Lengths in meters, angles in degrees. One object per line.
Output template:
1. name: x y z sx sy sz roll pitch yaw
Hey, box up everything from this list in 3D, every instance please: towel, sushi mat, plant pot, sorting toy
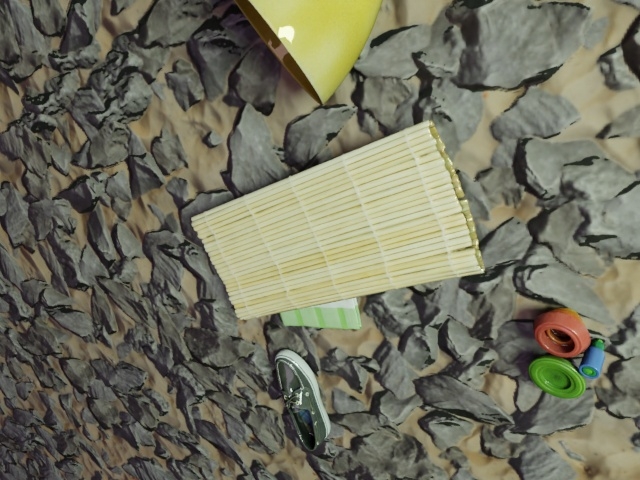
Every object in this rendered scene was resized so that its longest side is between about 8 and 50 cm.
1. towel: -0.014 0.034 0.546 0.113 0.023 0.152 -1 114 29
2. sushi mat: 0.000 0.000 0.495 0.316 0.019 0.152 -17 105 33
3. plant pot: -0.005 -0.196 0.385 0.095 0.134 0.134 -39 92 5
4. sorting toy: 0.238 0.104 0.446 0.061 0.042 0.102 14 131 37

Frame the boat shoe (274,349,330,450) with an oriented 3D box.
1. boat shoe: -0.026 0.212 0.616 0.049 0.040 0.142 -16 105 31
